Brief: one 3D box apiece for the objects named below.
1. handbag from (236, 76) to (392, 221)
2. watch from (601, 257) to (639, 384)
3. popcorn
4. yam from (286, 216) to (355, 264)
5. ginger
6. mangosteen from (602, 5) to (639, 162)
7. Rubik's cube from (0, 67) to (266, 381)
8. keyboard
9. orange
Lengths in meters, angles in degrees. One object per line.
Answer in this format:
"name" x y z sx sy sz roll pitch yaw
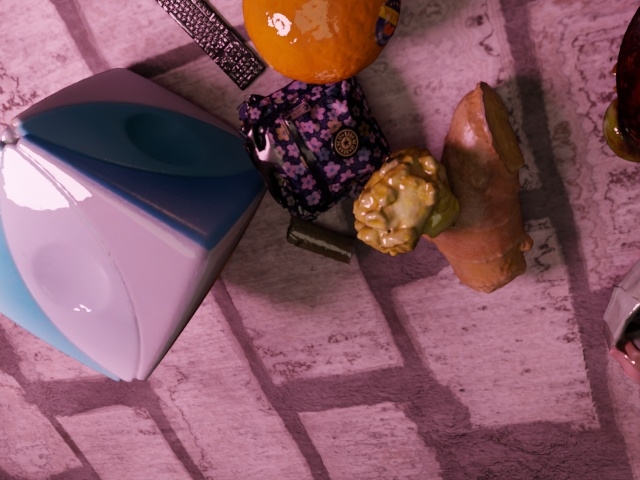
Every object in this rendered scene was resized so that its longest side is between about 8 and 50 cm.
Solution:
"handbag" -0.009 -0.149 0.977 0.207 0.126 0.229 -34 116 -14
"watch" 0.601 0.103 0.999 0.253 0.162 0.241 3 114 12
"popcorn" 0.123 -0.061 0.926 0.173 0.173 0.142 -39 78 30
"yam" 0.000 0.000 1.146 0.132 0.054 0.054 21 124 0
"ginger" 0.250 -0.075 0.997 0.189 0.126 0.354 10 120 21
"mangosteen" 0.504 -0.207 0.778 0.305 0.359 0.306 -2 99 -10
"Rubik's cube" -0.317 -0.032 1.032 0.351 0.347 0.352 33 123 -7
"keyboard" -0.179 -0.336 1.011 0.061 0.013 0.204 -36 106 30
"orange" 0.000 -0.325 0.857 0.219 0.193 0.220 1 92 35
